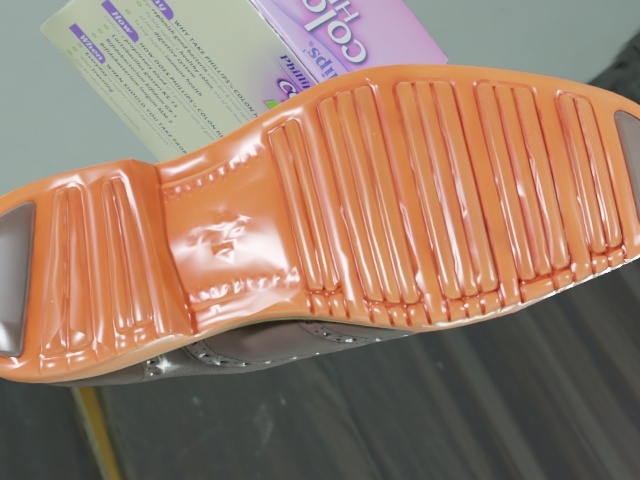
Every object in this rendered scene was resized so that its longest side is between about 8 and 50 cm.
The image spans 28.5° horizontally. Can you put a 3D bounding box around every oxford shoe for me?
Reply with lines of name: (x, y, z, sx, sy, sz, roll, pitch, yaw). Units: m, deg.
oxford shoe: (0.000, 0.000, 0.654, 0.364, 0.130, 0.133, -9, 164, 7)

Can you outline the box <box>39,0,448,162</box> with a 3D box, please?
box: (-0.066, -0.155, 0.987, 0.243, 0.213, 0.117, -17, -150, 54)
